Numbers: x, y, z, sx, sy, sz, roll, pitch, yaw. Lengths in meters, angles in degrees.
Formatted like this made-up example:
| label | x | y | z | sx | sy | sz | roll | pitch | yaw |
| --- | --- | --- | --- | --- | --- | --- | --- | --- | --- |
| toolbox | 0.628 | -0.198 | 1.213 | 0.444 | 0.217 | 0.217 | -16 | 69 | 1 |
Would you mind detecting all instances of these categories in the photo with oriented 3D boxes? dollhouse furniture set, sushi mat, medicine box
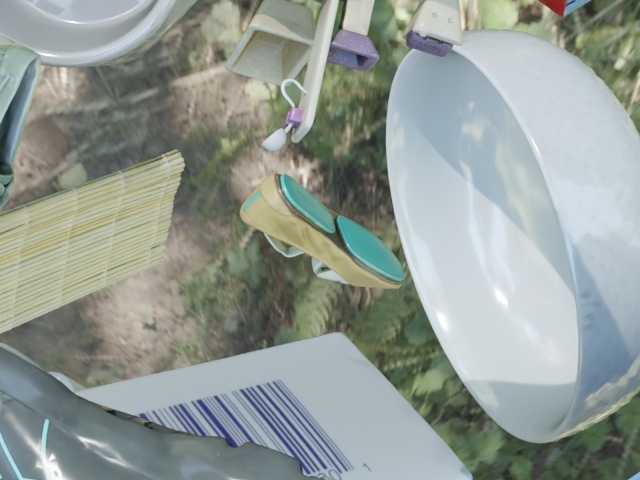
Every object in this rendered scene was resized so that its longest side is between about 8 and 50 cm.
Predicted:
| label | x | y | z | sx | sy | sz | roll | pitch | yaw |
| --- | --- | --- | --- | --- | --- | --- | --- | --- | --- |
| dollhouse furniture set | -0.002 | -0.063 | 0.622 | 0.091 | 0.114 | 0.081 | 15 | 76 | -12 |
| sushi mat | -0.269 | 0.010 | 1.479 | 0.019 | 0.151 | 0.316 | 34 | 37 | 27 |
| medicine box | -0.086 | 0.229 | 0.879 | 0.263 | 0.289 | 0.149 | -10 | 44 | -38 |

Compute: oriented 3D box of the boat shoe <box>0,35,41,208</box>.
| label | x | y | z | sx | sy | sz | roll | pitch | yaw |
| --- | --- | --- | --- | --- | --- | --- | --- | --- | --- |
| boat shoe | -0.369 | -0.070 | 1.469 | 0.094 | 0.109 | 0.302 | 18 | 105 | 12 |

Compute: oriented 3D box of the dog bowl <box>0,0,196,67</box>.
| label | x | y | z | sx | sy | sz | roll | pitch | yaw |
| --- | --- | --- | --- | --- | --- | --- | --- | --- | --- |
| dog bowl | -0.280 | -0.351 | 1.560 | 0.348 | 0.102 | 0.349 | 3 | 112 | 9 |

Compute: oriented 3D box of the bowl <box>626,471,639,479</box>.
| label | x | y | z | sx | sy | sz | roll | pitch | yaw |
| --- | --- | --- | --- | --- | --- | --- | --- | --- | --- |
| bowl | 0.311 | 0.147 | 0.893 | 0.391 | 0.391 | 0.077 | -28 | 70 | -5 |

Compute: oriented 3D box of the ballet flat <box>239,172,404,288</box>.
| label | x | y | z | sx | sy | sz | roll | pitch | yaw |
| --- | --- | --- | --- | --- | --- | --- | --- | --- | --- |
| ballet flat | 0.000 | 0.000 | 1.574 | 0.073 | 0.232 | 0.080 | -36 | 41 | 22 |

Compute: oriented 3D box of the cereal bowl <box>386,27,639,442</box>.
| label | x | y | z | sx | sy | sz | roll | pitch | yaw |
| --- | --- | --- | --- | --- | --- | --- | --- | --- | --- |
| cereal bowl | 0.184 | -0.015 | 1.151 | 0.141 | 0.339 | 0.339 | -17 | 78 | -15 |

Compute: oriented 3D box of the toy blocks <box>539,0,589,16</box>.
| label | x | y | z | sx | sy | sz | roll | pitch | yaw |
| --- | --- | --- | --- | --- | --- | --- | --- | --- | --- |
| toy blocks | 0.204 | -0.373 | 1.493 | 0.261 | 0.191 | 0.381 | -33 | 61 | -26 |

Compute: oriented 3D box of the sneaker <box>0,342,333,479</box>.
| label | x | y | z | sx | sy | sz | roll | pitch | yaw |
| --- | --- | --- | --- | --- | --- | --- | --- | --- | --- |
| sneaker | -0.108 | 0.103 | 0.527 | 0.267 | 0.101 | 0.106 | 19 | 68 | 18 |

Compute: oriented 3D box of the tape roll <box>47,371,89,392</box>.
| label | x | y | z | sx | sy | sz | roll | pitch | yaw |
| --- | --- | --- | --- | --- | --- | --- | --- | --- | --- |
| tape roll | -0.309 | 0.302 | 1.689 | 0.169 | 0.246 | 0.246 | 37 | 79 | -32 |
